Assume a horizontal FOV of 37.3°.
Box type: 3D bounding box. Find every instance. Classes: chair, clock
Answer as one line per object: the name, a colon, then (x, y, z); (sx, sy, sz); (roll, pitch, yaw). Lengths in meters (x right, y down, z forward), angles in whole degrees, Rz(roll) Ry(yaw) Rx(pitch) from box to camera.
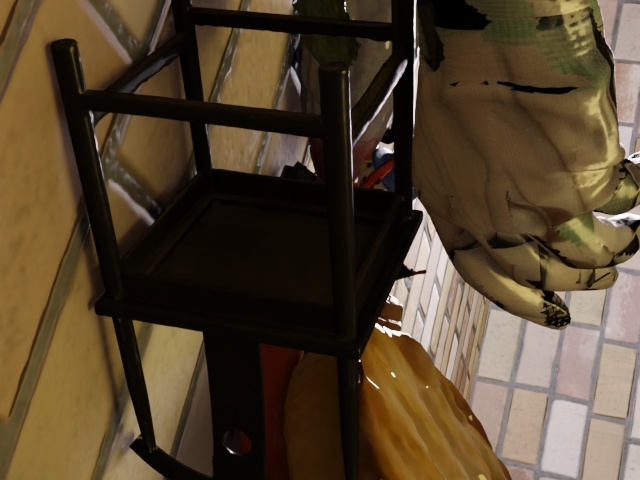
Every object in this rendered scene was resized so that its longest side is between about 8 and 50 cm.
chair: (-0.028, 0.003, 0.506); (0.141, 0.155, 0.260); (-58, 151, -52)
clock: (-0.017, 0.111, 0.787); (0.205, 0.051, 0.205); (10, 90, -73)

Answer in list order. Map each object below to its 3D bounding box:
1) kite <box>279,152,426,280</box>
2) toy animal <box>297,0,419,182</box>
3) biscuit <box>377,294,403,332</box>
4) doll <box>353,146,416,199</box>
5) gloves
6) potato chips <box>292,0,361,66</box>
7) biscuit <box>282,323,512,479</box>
kite: (0.000, 0.000, 0.646); (0.189, 0.232, 0.009); (-45, 121, 5)
toy animal: (0.033, -0.163, 0.729); (0.324, 0.091, 0.195); (93, 8, -59)
biscuit: (0.035, 0.124, 0.934); (0.170, 0.050, 0.170); (-166, -90, -85)
doll: (0.024, -0.026, 0.715); (0.057, 0.143, 0.099); (57, 30, -1)
gloves: (0.103, -0.032, 0.486); (0.111, 0.128, 0.212); (-45, 130, -48)
potato chips: (-0.007, -0.214, 0.534); (0.167, 0.059, 0.228); (50, 40, -62)
biscuit: (0.072, 0.201, 0.691); (0.296, 0.102, 0.296); (49, 20, -25)
